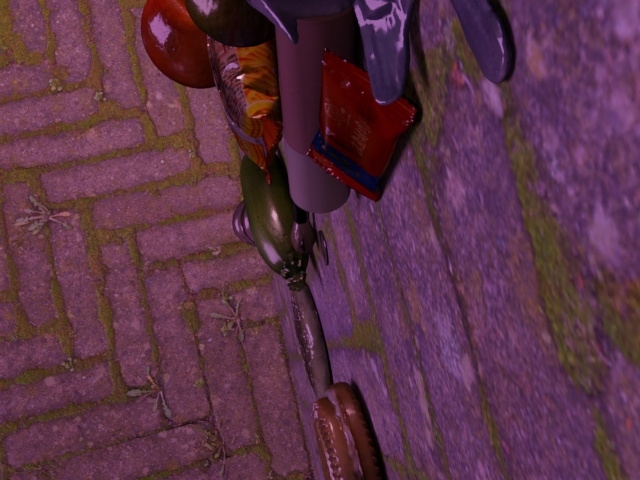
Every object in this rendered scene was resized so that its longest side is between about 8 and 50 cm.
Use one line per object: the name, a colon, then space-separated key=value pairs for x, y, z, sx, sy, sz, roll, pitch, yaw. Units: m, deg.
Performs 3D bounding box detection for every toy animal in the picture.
toy animal: x=0.024 y=-0.192 z=0.382 sx=0.255 sy=0.176 sz=0.239 roll=40 pitch=167 yaw=11

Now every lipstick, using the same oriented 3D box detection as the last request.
lipstick: x=-0.003 y=-0.128 z=0.687 sx=0.254 sy=0.070 sz=0.070 roll=88 pitch=166 yaw=-55

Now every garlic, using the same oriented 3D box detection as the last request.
garlic: x=-0.121 y=-0.073 z=1.535 sx=0.131 sy=0.127 sz=0.194 roll=-130 pitch=47 yaw=-81

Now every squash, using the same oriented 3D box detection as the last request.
squash: x=-0.092 y=-0.052 z=1.384 sx=0.101 sy=0.101 sz=0.378 roll=86 pitch=167 yaw=-50

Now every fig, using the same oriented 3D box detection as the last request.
fig: x=-0.082 y=-0.355 z=0.841 sx=0.149 sy=0.149 sz=0.245 roll=-111 pitch=30 yaw=-47

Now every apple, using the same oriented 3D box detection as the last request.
apple: x=-0.231 y=-0.401 z=1.358 sx=0.201 sy=0.218 sz=0.218 roll=112 pitch=145 yaw=-63

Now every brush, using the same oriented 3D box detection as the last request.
brush: x=-0.036 y=-0.098 z=1.121 sx=0.039 sy=0.042 sz=0.299 roll=34 pitch=142 yaw=37

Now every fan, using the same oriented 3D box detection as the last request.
fan: x=0.002 y=0.009 z=1.140 sx=0.080 sy=0.003 sz=0.060 roll=-125 pitch=24 yaw=-70

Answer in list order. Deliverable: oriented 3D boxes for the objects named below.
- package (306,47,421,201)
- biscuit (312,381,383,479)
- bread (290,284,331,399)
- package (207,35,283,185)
package: x=0.028 y=-0.085 z=0.587 sx=0.083 sy=0.022 sz=0.200 roll=38 pitch=166 yaw=6
biscuit: x=0.044 y=0.356 z=1.130 sx=0.259 sy=0.079 sz=0.259 roll=167 pitch=90 yaw=-82
bread: x=-0.023 y=0.220 z=1.546 sx=0.267 sy=0.041 sz=0.266 roll=168 pitch=90 yaw=-82
package: x=-0.115 y=-0.251 z=1.132 sx=0.223 sy=0.109 sz=0.288 roll=89 pitch=173 yaw=-74
